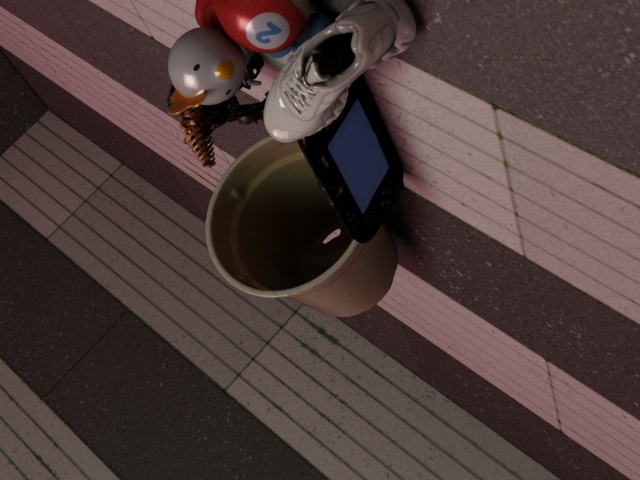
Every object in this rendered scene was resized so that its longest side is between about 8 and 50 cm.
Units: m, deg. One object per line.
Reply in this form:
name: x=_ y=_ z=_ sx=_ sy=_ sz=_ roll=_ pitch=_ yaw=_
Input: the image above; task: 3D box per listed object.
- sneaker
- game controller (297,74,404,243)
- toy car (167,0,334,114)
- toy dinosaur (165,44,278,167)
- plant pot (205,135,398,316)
sneaker: x=-0.003 y=-0.219 z=1.293 sx=0.110 sy=0.118 sz=0.292 roll=49 pitch=136 yaw=1
game controller: x=0.052 y=-0.134 z=1.548 sx=0.067 sy=0.166 sz=0.319 roll=7 pitch=149 yaw=28
toy car: x=-0.137 y=-0.273 z=1.402 sx=0.219 sy=0.238 sz=0.210 roll=32 pitch=175 yaw=-36
toy dinosaur: x=-0.174 y=-0.248 z=1.699 sx=0.164 sy=0.218 sz=0.322 roll=37 pitch=-139 yaw=-61
plant pot: x=0.000 y=0.000 z=1.881 sx=0.334 sy=0.334 sz=0.305 roll=33 pitch=175 yaw=34
